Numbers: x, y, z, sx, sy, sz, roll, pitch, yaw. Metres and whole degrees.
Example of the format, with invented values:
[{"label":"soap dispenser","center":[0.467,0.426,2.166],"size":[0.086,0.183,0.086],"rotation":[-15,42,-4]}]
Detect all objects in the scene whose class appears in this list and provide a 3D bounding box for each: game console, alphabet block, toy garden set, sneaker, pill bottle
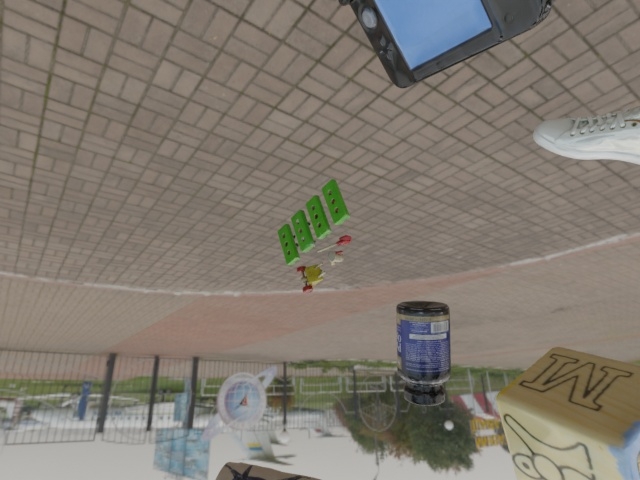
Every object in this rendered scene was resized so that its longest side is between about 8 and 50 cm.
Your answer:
[{"label":"game console","center":[0.064,-0.294,0.492],"size":[0.173,0.250,0.293],"rotation":[-38,-163,-13]},{"label":"alphabet block","center":[0.438,0.312,0.658],"size":[0.193,0.192,0.197],"rotation":[-21,-169,-27]},{"label":"toy garden set","center":[0.000,0.000,1.049],"size":[0.049,0.203,0.244],"rotation":[7,145,-42]},{"label":"sneaker","center":[0.585,-0.227,0.810],"size":[0.290,0.106,0.123],"rotation":[17,147,29]},{"label":"pill bottle","center":[0.239,0.256,0.953],"size":[0.123,0.219,0.123],"rotation":[-1,180,0]}]

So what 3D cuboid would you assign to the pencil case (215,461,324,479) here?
[{"label":"pencil case","center":[-0.038,0.560,0.821],"size":[0.411,0.160,0.183],"rotation":[5,126,9]}]
